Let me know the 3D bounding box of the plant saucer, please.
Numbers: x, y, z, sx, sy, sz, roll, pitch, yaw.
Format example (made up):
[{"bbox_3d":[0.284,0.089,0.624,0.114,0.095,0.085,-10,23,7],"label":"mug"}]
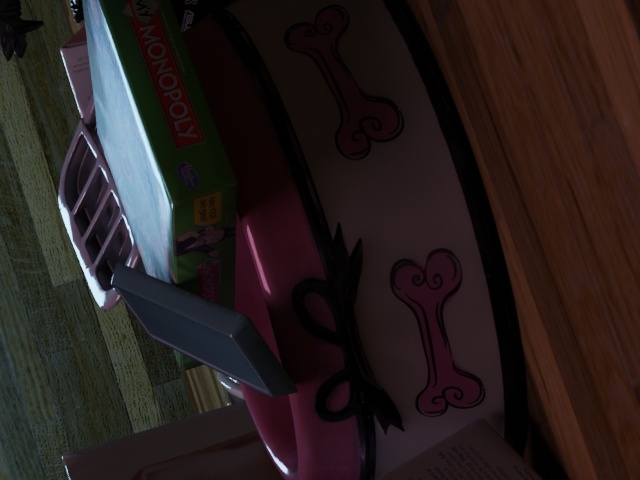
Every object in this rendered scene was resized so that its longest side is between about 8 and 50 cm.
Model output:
[{"bbox_3d":[-0.083,0.060,1.264,0.192,0.018,0.067,20,147,58],"label":"plant saucer"}]

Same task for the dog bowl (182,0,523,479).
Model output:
[{"bbox_3d":[0.000,0.000,1.367,0.408,0.150,0.408,162,90,-80],"label":"dog bowl"}]

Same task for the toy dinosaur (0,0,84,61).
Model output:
[{"bbox_3d":[-0.265,-0.322,1.978,0.322,0.218,0.164,54,-155,-23],"label":"toy dinosaur"}]

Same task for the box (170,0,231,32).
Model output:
[{"bbox_3d":[-0.135,-0.289,1.695,0.180,0.077,0.147,-116,32,-42],"label":"box"}]

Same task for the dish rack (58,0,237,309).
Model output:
[{"bbox_3d":[-0.153,-0.118,1.864,0.333,0.072,0.285,-66,27,21],"label":"dish rack"}]

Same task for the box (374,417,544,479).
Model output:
[{"bbox_3d":[0.087,0.203,1.198,0.126,0.137,0.072,46,155,42],"label":"box"}]

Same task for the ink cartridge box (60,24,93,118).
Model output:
[{"bbox_3d":[-0.276,-0.274,2.427,0.296,0.066,0.261,-80,-24,-74],"label":"ink cartridge box"}]

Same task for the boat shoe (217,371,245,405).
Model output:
[{"bbox_3d":[-0.053,0.154,2.053,0.305,0.109,0.091,-129,22,-80],"label":"boat shoe"}]

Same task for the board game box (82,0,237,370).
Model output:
[{"bbox_3d":[-0.113,-0.059,1.321,0.317,0.046,0.214,99,152,-68],"label":"board game box"}]

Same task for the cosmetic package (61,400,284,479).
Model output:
[{"bbox_3d":[-0.065,0.237,1.692,0.129,0.296,0.153,-128,22,-66],"label":"cosmetic package"}]
